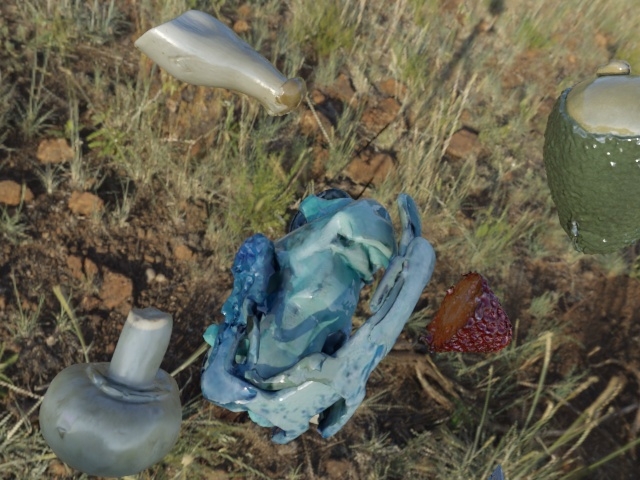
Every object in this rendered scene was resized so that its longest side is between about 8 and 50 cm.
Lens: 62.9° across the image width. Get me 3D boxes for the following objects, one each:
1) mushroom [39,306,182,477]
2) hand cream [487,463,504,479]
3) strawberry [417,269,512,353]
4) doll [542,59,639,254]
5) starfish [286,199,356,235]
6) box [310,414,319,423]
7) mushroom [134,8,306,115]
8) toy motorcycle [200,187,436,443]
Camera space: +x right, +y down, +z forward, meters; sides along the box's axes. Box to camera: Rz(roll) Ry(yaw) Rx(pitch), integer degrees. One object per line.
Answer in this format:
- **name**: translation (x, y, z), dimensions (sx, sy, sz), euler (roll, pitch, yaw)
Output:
- **mushroom**: translation (-0.424, 0.310, 1.123), dimensions (0.314, 0.314, 0.337), euler (16, 87, -15)
- **hand cream**: translation (0.488, 0.718, 1.438), dimensions (0.058, 0.091, 0.271), euler (30, 10, 7)
- **strawberry**: translation (0.380, 0.214, 1.291), dimensions (0.178, 0.234, 0.234), euler (34, 43, -6)
- **doll**: translation (0.527, -0.135, 0.935), dimensions (0.247, 0.350, 0.247), euler (-10, 39, 8)
- **starfish**: translation (0.000, 0.001, 0.763), dimensions (0.146, 0.190, 0.074), euler (-36, 89, -36)
- **box**: translation (-0.038, 0.502, 1.523), dimensions (0.109, 0.198, 0.029), euler (11, 65, 8)
- **mushroom**: translation (-0.128, -0.231, 0.698), dimensions (0.225, 0.093, 0.116), euler (28, 23, -15)
- **toy motorcycle**: translation (-0.004, 0.054, 0.497), dimensions (0.154, 0.206, 0.260), euler (45, 66, -32)
